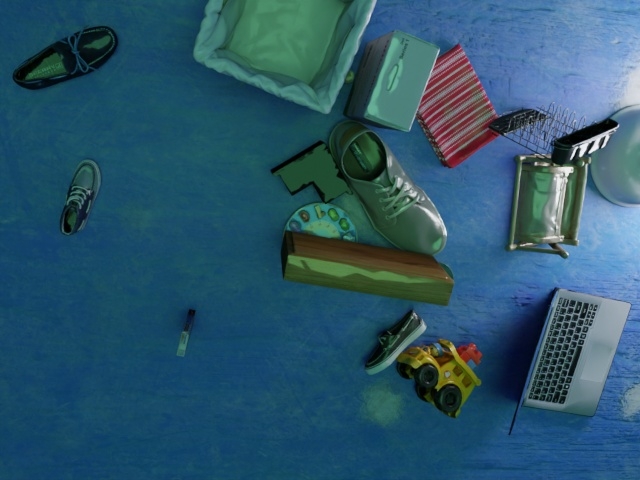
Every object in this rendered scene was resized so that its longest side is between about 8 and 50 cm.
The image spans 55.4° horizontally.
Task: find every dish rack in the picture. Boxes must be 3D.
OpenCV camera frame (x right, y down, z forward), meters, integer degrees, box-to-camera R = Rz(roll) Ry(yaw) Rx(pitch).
[{"bbox_3d":[0.577,-0.288,1.551,0.208,0.271,0.074,-21,132,-26],"label":"dish rack"}]

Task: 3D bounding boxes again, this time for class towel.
[{"bbox_3d":[0.355,-0.354,1.631,0.199,0.031,0.275,-33,105,-1],"label":"towel"}]

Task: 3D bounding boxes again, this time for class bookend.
[{"bbox_3d":[-0.022,-0.154,1.593,0.156,0.072,0.157,-31,106,0],"label":"bookend"}]

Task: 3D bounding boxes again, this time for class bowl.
[{"bbox_3d":[0.921,-0.228,1.694,0.298,0.134,0.298,-2,103,-8],"label":"bowl"}]

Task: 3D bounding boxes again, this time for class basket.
[{"bbox_3d":[-0.080,-0.497,1.400,0.331,0.266,0.328,21,99,-9],"label":"basket"}]

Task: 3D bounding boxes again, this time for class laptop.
[{"bbox_3d":[0.719,0.354,1.736,0.408,0.236,0.382,11,101,-11],"label":"laptop"}]

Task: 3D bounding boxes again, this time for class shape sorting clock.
[{"bbox_3d":[0.000,0.000,1.647,0.206,0.040,0.206,-2,102,-9],"label":"shape sorting clock"}]

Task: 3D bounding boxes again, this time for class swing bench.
[{"bbox_3d":[0.614,-0.102,1.639,0.165,0.254,0.253,9,102,27],"label":"swing bench"}]

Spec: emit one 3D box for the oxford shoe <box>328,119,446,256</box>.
[{"bbox_3d":[0.183,-0.122,1.606,0.169,0.130,0.449,-39,107,-2],"label":"oxford shoe"}]

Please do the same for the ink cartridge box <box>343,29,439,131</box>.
[{"bbox_3d":[0.160,-0.376,1.467,0.117,0.278,0.201,18,99,-12],"label":"ink cartridge box"}]

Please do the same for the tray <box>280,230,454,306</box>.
[{"bbox_3d":[0.109,0.065,1.548,0.411,0.203,0.076,11,106,-9],"label":"tray"}]

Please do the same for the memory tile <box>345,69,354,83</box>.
[{"bbox_3d":[0.011,-0.452,1.564,0.148,0.012,0.113,-8,104,-7],"label":"memory tile"}]

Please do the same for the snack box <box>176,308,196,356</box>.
[{"bbox_3d":[-0.345,0.236,1.573,0.022,0.178,0.064,13,100,-9],"label":"snack box"}]

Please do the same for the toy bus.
[{"bbox_3d":[0.351,0.357,1.737,0.211,0.149,0.220,-44,103,-11],"label":"toy bus"}]

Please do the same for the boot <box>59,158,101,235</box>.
[{"bbox_3d":[-0.594,-0.105,1.507,0.069,0.086,0.190,13,100,-11],"label":"boot"}]

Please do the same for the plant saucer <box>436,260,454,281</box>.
[{"bbox_3d":[0.319,0.114,1.732,0.119,0.021,0.119,-2,102,-9],"label":"plant saucer"}]

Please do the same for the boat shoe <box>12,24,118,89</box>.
[{"bbox_3d":[-0.595,-0.420,1.436,0.258,0.089,0.109,-33,105,-1],"label":"boat shoe"}]

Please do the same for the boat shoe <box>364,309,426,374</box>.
[{"bbox_3d":[0.198,0.285,1.726,0.219,0.078,0.070,-43,106,-6],"label":"boat shoe"}]
